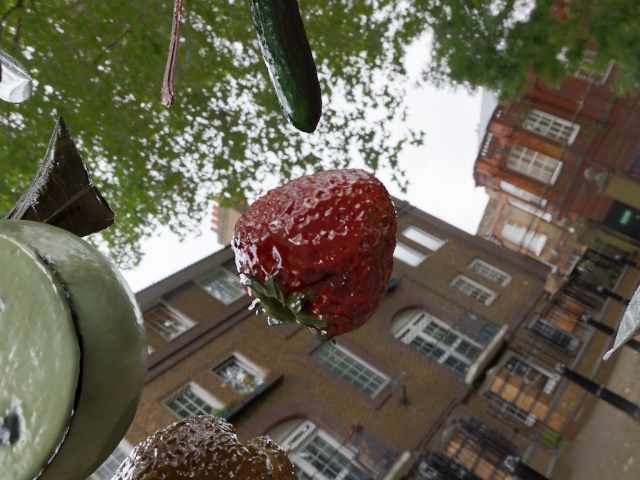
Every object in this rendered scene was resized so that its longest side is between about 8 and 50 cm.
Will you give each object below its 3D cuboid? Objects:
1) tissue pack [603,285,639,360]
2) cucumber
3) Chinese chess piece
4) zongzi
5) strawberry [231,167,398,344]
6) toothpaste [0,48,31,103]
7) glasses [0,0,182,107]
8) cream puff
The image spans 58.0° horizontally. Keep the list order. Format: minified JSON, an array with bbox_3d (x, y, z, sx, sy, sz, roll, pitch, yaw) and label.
[{"bbox_3d":[0.353,0.029,0.576,0.122,0.026,0.193,-15,-50,-39],"label":"tissue pack"},{"bbox_3d":[-0.043,-0.244,0.563,0.056,0.056,0.284,-15,-85,-57],"label":"cucumber"},{"bbox_3d":[-0.386,0.147,0.698,0.349,0.349,0.146,-61,-16,1],"label":"Chinese chess piece"},{"bbox_3d":[-0.548,-0.093,1.093,0.248,0.111,0.241,-33,-74,-46],"label":"zongzi"},{"bbox_3d":[0.000,0.000,0.891,0.277,0.257,0.257,-59,-23,-28],"label":"strawberry"},{"bbox_3d":[-0.511,-0.273,0.946,0.100,0.323,0.066,38,-101,-22],"label":"toothpaste"},{"bbox_3d":[-0.262,-0.286,0.627,0.234,0.118,0.268,2,-88,-33],"label":"glasses"},{"bbox_3d":[-0.170,0.396,0.913,0.303,0.303,0.212,92,-169,-45],"label":"cream puff"}]
